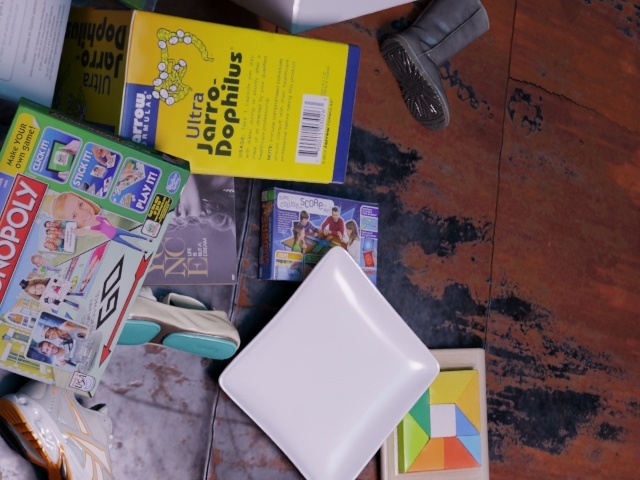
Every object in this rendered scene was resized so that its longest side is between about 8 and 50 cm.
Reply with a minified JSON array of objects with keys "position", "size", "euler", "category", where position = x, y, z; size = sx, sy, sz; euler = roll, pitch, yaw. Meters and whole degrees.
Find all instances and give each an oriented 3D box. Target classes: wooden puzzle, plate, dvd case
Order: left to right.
[{"position":[-0.211,-0.020,1.785],"size":[0.221,0.018,0.164],"euler":[1,85,-38],"category":"dvd case"},{"position":[0.013,0.194,1.899],"size":[0.278,0.045,0.277],"euler":[-49,114,-20],"category":"plate"},{"position":[0.187,0.282,2.047],"size":[0.239,0.044,0.221],"euler":[2,83,-38],"category":"wooden puzzle"}]

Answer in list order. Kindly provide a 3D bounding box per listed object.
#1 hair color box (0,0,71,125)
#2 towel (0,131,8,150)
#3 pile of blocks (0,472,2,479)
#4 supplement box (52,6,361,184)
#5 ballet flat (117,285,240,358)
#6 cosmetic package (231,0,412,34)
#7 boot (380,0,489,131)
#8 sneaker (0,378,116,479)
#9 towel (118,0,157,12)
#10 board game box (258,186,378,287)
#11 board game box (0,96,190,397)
[{"position":[-0.494,-0.282,1.532],"size":[0.374,0.114,0.185],"euler":[17,75,-36],"category":"hair color box"},{"position":[-0.365,-0.041,1.617],"size":[0.144,0.029,0.197],"euler":[-54,140,-29],"category":"towel"},{"position":[-0.420,0.325,1.542],"size":[0.149,0.112,0.362],"euler":[-34,109,-4],"category":"pile of blocks"},{"position":[-0.150,-0.189,1.715],"size":[0.356,0.194,0.195],"euler":[2,98,-38],"category":"supplement box"},{"position":[-0.220,0.104,1.738],"size":[0.248,0.086,0.086],"euler":[16,76,-37],"category":"ballet flat"},{"position":[0.060,-0.455,1.883],"size":[0.453,0.230,0.161],"euler":[-22,133,-37],"category":"cosmetic package"},{"position":[0.206,-0.304,2.116],"size":[0.208,0.076,0.189],"euler":[-41,112,-41],"category":"boot"},{"position":[-0.293,0.275,1.644],"size":[0.121,0.099,0.262],"euler":[-44,113,-37],"category":"sneaker"},{"position":[-0.250,-0.356,1.795],"size":[0.060,0.009,0.083],"euler":[26,69,-33],"category":"towel"},{"position":[0.000,0.000,1.937],"size":[0.201,0.035,0.136],"euler":[8,80,-37],"category":"board game box"},{"position":[-0.314,0.014,1.546],"size":[0.213,0.046,0.317],"euler":[20,105,-16],"category":"board game box"}]
